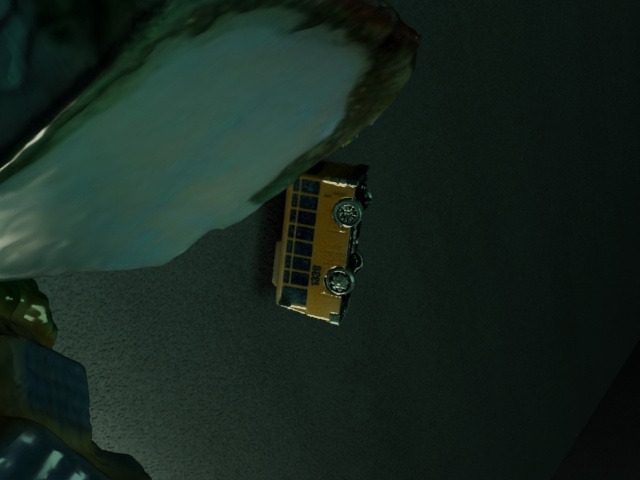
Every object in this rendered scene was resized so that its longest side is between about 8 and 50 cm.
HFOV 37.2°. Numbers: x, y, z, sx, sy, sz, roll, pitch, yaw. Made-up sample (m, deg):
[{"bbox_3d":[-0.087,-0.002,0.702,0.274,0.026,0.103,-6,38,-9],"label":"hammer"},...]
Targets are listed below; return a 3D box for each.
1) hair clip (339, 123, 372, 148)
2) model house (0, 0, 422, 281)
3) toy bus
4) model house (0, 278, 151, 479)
[{"bbox_3d":[0.018,-0.142,1.146,0.188,0.033,0.060,-34,132,-38],"label":"hair clip"},{"bbox_3d":[-0.161,-0.186,0.649,0.297,0.339,0.360,-40,167,21],"label":"model house"},{"bbox_3d":[0.000,0.000,1.135,0.091,0.103,0.182,-58,157,-68],"label":"toy bus"},{"bbox_3d":[-0.282,0.179,0.572,0.334,0.342,0.382,-49,155,-6],"label":"model house"}]
